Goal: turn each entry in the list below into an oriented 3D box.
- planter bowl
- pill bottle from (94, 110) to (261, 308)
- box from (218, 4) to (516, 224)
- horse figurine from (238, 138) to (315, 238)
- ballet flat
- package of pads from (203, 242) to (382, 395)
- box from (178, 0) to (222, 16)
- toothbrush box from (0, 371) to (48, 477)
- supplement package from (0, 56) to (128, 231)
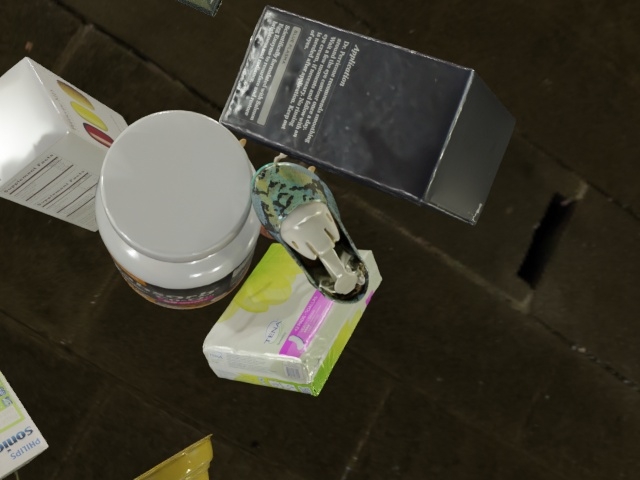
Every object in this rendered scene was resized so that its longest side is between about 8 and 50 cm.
[{"bbox_3d":[-0.228,0.371,1.355,0.217,0.217,0.090,-28,83,-19],"label":"planter bowl"},{"bbox_3d":[-0.139,-0.024,0.942,0.162,0.278,0.162,1,79,-6],"label":"pill bottle"},{"bbox_3d":[0.041,-0.085,0.682,0.158,0.156,0.093,23,94,21],"label":"box"},{"bbox_3d":[-0.134,-0.094,1.652,0.263,0.066,0.174,18,62,16],"label":"horse figurine"},{"bbox_3d":[0.000,0.000,0.840,0.070,0.070,0.188,-58,145,-14],"label":"ballet flat"},{"bbox_3d":[-0.053,0.132,1.724,0.296,0.229,0.101,-57,139,-39],"label":"package of pads"},{"bbox_3d":[-0.239,-0.332,1.043,0.233,0.183,0.059,9,109,-53],"label":"box"},{"bbox_3d":[-0.614,0.280,1.521,0.206,0.122,0.283,-29,86,-46],"label":"toothbrush box"},{"bbox_3d":[-0.357,-0.124,1.310,0.134,0.244,0.139,-37,71,8],"label":"supplement package"}]
